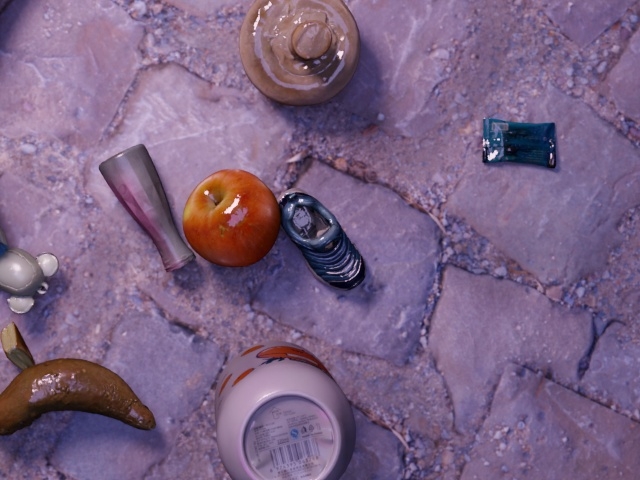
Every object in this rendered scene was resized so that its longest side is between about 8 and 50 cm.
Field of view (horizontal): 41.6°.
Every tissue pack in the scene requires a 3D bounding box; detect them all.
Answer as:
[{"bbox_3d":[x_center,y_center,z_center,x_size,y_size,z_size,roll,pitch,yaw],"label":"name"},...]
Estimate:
[{"bbox_3d":[0.360,-0.176,1.517,0.137,0.028,0.085,2,89,-10],"label":"tissue pack"}]

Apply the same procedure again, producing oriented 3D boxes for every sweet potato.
[{"bbox_3d":[-0.429,0.256,1.385,0.309,0.098,0.124,-1,111,-8],"label":"sweet potato"}]

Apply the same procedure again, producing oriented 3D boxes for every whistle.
[{"bbox_3d":[-0.549,0.023,1.387,0.235,0.077,0.114,31,81,1],"label":"whistle"}]

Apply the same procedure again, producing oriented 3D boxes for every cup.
[{"bbox_3d":[-0.060,0.282,1.316,0.212,0.317,0.213,0,90,-7],"label":"cup"}]

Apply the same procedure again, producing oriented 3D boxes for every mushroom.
[{"bbox_3d":[-0.030,-0.324,1.380,0.207,0.215,0.208,-1,98,-8],"label":"mushroom"}]

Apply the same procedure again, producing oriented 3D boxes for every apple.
[{"bbox_3d":[-0.145,-0.033,1.392,0.163,0.139,0.164,-15,53,21],"label":"apple"}]

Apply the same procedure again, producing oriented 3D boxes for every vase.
[{"bbox_3d":[-0.285,-0.050,1.416,0.086,0.086,0.214,-29,97,-6],"label":"vase"}]

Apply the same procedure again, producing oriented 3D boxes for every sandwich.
[{"bbox_3d":[-0.509,0.179,1.403,0.031,0.044,0.083,-30,90,-2],"label":"sandwich"}]

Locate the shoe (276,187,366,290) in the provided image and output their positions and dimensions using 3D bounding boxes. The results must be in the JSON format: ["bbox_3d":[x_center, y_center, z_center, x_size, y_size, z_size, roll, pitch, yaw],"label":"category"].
[{"bbox_3d":[0.000,0.000,1.434,0.091,0.106,0.207,-41,99,-4],"label":"shoe"}]
